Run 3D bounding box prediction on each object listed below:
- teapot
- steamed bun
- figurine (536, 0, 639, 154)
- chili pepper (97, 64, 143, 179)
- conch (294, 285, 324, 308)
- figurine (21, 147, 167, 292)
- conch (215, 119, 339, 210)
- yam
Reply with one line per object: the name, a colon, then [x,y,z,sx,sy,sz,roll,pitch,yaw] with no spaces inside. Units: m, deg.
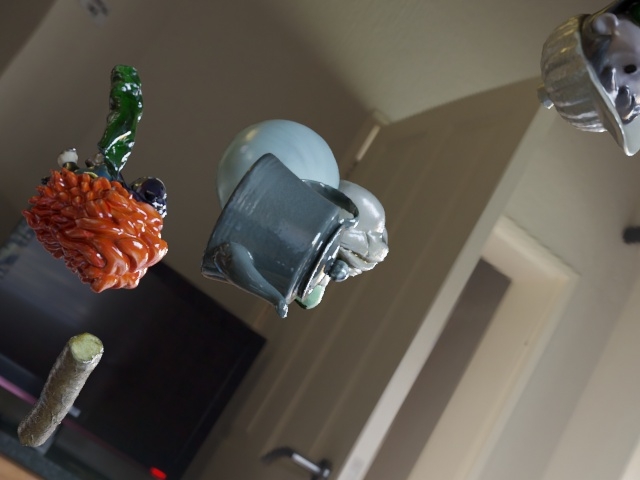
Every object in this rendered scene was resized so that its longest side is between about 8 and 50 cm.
teapot: [-0.029,-0.001,1.087,0.149,0.239,0.162,28,-54,7]
steamed bun: [-0.001,-0.001,1.561,0.218,0.144,0.211,8,-27,25]
figurine: [0.457,-0.291,1.323,0.185,0.332,0.204,30,18,-37]
chili pepper: [-0.368,-0.220,1.751,0.061,0.224,0.098,-4,-28,11]
conch: [-0.100,0.081,2.307,0.251,0.137,0.143,16,3,-18]
figurine: [-0.479,-0.064,2.098,0.306,0.241,0.411,30,23,-15]
conch: [-0.059,-0.100,1.416,0.185,0.221,0.121,22,-34,-17]
yam: [-0.440,0.257,1.581,0.066,0.066,0.299,34,-52,-6]
